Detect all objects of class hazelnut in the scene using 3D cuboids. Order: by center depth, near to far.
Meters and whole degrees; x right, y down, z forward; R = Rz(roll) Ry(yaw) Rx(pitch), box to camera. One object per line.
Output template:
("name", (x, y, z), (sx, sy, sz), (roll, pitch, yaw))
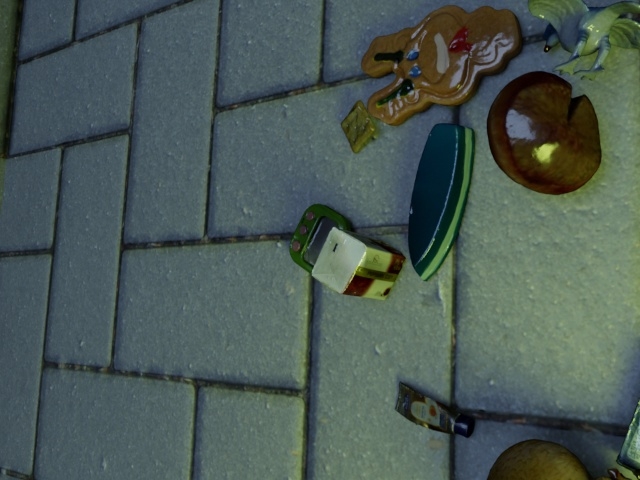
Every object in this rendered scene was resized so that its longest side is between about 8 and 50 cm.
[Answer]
("hazelnut", (0.356, -0.165, 1.096), (0.204, 0.178, 0.178), (44, 115, -10))

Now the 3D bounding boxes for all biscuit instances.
("biscuit", (0.223, -0.349, 1.306), (0.334, 0.047, 0.202), (-13, 75, 34))
("biscuit", (0.076, -0.235, 1.399), (0.083, 0.018, 0.081), (-47, 58, 48))

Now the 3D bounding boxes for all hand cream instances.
("hand cream", (0.201, 0.311, 1.222), (0.163, 0.039, 0.062), (15, 108, 40))

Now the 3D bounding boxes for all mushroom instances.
("mushroom", (0.347, 0.420, 0.974), (0.283, 0.195, 0.263), (-52, 53, 30))

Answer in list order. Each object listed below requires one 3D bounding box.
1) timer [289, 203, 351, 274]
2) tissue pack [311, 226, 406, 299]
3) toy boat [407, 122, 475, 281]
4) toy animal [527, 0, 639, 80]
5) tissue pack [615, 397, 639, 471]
("timer", (0.000, 0.000, 1.417), (0.128, 0.047, 0.140), (34, 103, 37))
("tissue pack", (0.076, 0.048, 1.287), (0.099, 0.149, 0.106), (32, 102, 36))
("toy boat", (0.216, -0.072, 1.255), (0.096, 0.062, 0.299), (12, 90, 37))
("toy animal", (0.416, -0.342, 1.065), (0.255, 0.239, 0.176), (149, 136, -68))
("tissue pack", (0.555, 0.286, 0.934), (0.235, 0.073, 0.173), (21, 96, 37))
